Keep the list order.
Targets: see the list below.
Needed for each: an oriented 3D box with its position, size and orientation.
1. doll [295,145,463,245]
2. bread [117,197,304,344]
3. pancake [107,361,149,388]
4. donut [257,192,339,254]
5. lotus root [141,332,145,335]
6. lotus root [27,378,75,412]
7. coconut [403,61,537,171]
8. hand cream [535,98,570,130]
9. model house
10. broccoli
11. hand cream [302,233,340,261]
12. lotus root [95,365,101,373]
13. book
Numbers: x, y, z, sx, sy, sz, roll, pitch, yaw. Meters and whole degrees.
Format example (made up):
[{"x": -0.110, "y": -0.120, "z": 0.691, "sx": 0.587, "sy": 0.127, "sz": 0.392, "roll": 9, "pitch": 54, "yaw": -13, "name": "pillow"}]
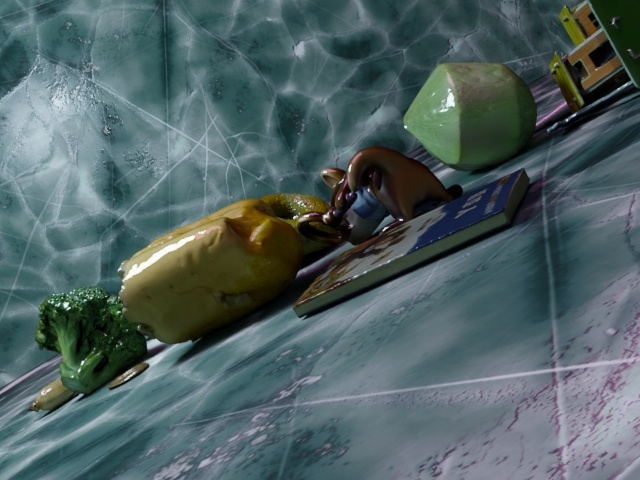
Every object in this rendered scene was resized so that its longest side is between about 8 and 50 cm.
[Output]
[{"x": 0.128, "y": -0.089, "z": 1.840, "sx": 0.318, "sy": 0.209, "sz": 0.340, "roll": 3, "pitch": -5, "yaw": -23, "name": "doll"}, {"x": -0.229, "y": 0.072, "z": 1.834, "sx": 0.394, "sy": 0.250, "sz": 0.361, "roll": -24, "pitch": 9, "yaw": 11, "name": "bread"}, {"x": -0.453, "y": 0.319, "z": 1.885, "sx": 0.115, "sy": 0.011, "sz": 0.115, "roll": -31, "pitch": 6, "yaw": 3, "name": "pancake"}, {"x": -0.080, "y": -0.050, "z": 2.154, "sx": 0.272, "sy": 0.107, "sz": 0.272, "roll": -3, "pitch": 25, "yaw": 2, "name": "donut"}, {"x": -0.458, "y": 0.180, "z": 2.433, "sx": 0.284, "sy": 0.146, "sz": 0.160, "roll": -29, "pitch": 23, "yaw": -28, "name": "lotus root"}, {"x": -0.682, "y": 0.397, "z": 2.054, "sx": 0.150, "sy": 0.062, "sz": 0.073, "roll": -34, "pitch": 0, "yaw": -37, "name": "lotus root"}, {"x": 0.370, "y": -0.313, "z": 2.030, "sx": 0.329, "sy": 0.281, "sz": 0.328, "roll": -2, "pitch": 31, "yaw": 1, "name": "coconut"}, {"x": 0.647, "y": -0.356, "z": 2.181, "sx": 0.321, "sy": 0.067, "sz": 0.109, "roll": -32, "pitch": 6, "yaw": 22, "name": "hand cream"}, {"x": 0.614, "y": -0.436, "z": 1.911, "sx": 0.340, "sy": 0.300, "sz": 0.323, "roll": -26, "pitch": -6, "yaw": -23, "name": "model house"}, {"x": -0.589, "y": 0.247, "z": 2.039, "sx": 0.308, "sy": 0.308, "sz": 0.275, "roll": -25, "pitch": 34, "yaw": 35, "name": "broccoli"}, {"x": 0.000, "y": 0.000, "z": 2.232, "sx": 0.271, "sy": 0.061, "sz": 0.120, "roll": -28, "pitch": 5, "yaw": -39, "name": "hand cream"}, {"x": -0.616, "y": 0.364, "z": 2.164, "sx": 0.083, "sy": 0.030, "sz": 0.037, "roll": -28, "pitch": 6, "yaw": -21, "name": "lotus root"}, {"x": 0.172, "y": 0.002, "z": 1.472, "sx": 0.428, "sy": 0.039, "sz": 0.300, "roll": -27, "pitch": 7, "yaw": 26, "name": "book"}]
